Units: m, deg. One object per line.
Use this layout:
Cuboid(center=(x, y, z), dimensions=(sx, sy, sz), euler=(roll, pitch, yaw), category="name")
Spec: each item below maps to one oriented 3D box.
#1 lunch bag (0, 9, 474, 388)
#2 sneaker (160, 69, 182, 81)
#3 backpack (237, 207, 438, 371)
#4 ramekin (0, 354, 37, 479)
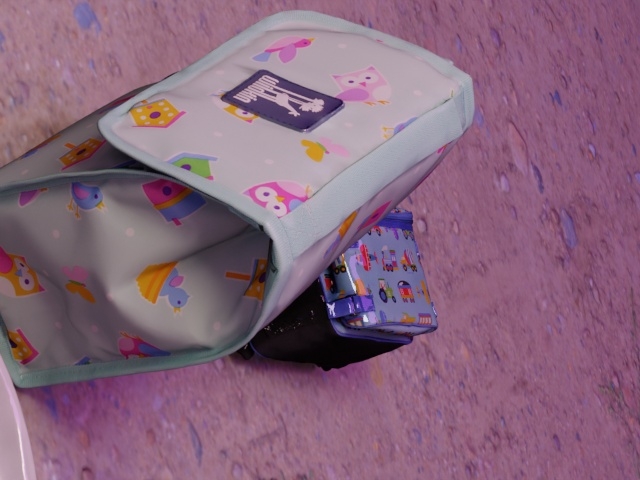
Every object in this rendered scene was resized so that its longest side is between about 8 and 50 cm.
Cuboid(center=(-0.058, -0.029, 1.186), dimensions=(0.223, 0.262, 0.160), euler=(-37, 107, -46), category="lunch bag")
Cuboid(center=(-0.101, -0.052, 1.393), dimensions=(0.059, 0.053, 0.144), euler=(38, 52, -45), category="sneaker")
Cuboid(center=(0.000, 0.000, 1.487), dimensions=(0.158, 0.117, 0.173), euler=(16, 59, -60), category="backpack")
Cuboid(center=(-0.258, 0.119, 0.914), dimensions=(0.273, 0.127, 0.273), euler=(39, 42, -48), category="ramekin")
